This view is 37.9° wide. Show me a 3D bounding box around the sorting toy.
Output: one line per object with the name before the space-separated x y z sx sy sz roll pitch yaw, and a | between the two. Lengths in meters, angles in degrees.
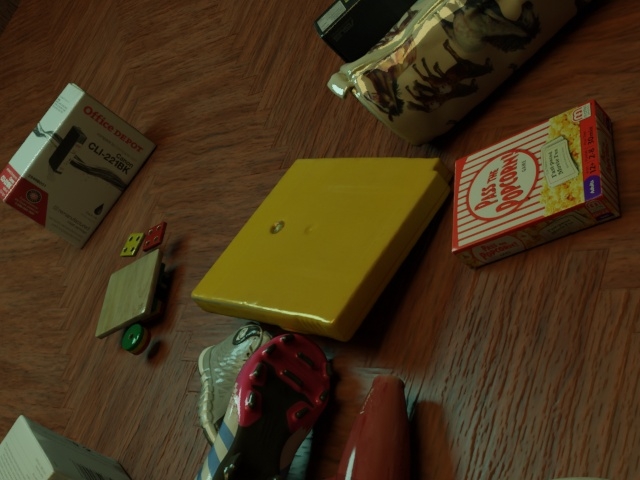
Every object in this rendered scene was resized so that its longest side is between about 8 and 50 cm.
sorting toy | -0.314 0.092 1.603 0.132 0.046 0.274 -26 42 33

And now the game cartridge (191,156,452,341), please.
game cartridge | 0.000 0.000 1.279 0.324 0.052 0.285 7 54 50

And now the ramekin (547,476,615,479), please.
ramekin | 0.200 0.273 0.709 0.207 0.207 0.109 -33 30 26

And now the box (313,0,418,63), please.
box | 0.135 -0.323 1.333 0.233 0.183 0.059 -41 36 15

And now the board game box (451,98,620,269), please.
board game box | 0.247 -0.063 1.090 0.194 0.045 0.146 -24 43 35

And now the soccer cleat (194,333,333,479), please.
soccer cleat | -0.085 0.242 1.100 0.143 0.116 0.331 -48 10 36

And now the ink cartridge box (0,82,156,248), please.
ink cartridge box | -0.502 -0.154 1.911 0.272 0.197 0.114 -55 36 -3

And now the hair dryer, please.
hair dryer | 0.007 0.276 1.034 0.293 0.080 0.224 -54 34 -3

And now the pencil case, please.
pencil case | 0.207 -0.298 1.230 0.410 0.184 0.159 -42 36 16

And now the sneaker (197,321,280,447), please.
sneaker | -0.093 0.184 1.225 0.132 0.086 0.228 -44 34 15

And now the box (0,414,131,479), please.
box | -0.355 0.359 1.289 0.119 0.181 0.182 -55 34 -5
